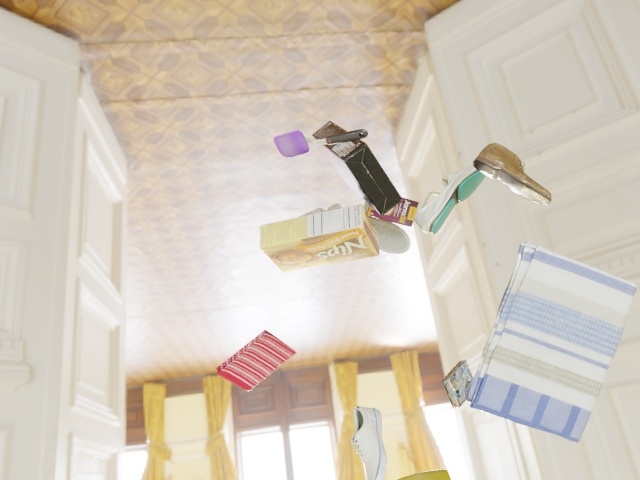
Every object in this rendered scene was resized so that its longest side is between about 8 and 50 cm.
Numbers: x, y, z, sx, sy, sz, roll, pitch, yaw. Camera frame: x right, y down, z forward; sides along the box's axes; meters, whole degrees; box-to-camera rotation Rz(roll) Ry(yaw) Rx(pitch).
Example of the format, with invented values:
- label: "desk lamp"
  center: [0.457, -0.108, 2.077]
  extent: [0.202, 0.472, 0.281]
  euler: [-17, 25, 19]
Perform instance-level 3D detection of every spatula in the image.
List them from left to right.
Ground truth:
- label: "spatula"
  center: [0.002, -0.289, 1.584]
  extent: [0.296, 0.030, 0.084]
  euler: [-1, 133, 30]

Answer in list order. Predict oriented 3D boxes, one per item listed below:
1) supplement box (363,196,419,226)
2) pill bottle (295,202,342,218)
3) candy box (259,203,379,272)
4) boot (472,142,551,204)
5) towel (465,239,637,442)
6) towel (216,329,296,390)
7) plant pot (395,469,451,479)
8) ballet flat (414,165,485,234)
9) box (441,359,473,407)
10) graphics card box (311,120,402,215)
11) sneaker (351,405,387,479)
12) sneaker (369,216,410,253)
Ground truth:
- label: "supplement box"
  center: [0.266, -0.125, 2.086]
  extent: [0.188, 0.104, 0.081]
  euler: [14, -176, -13]
- label: "pill bottle"
  center: [-0.014, -0.052, 2.098]
  extent: [0.229, 0.131, 0.131]
  euler: [-24, 153, 15]
- label: "candy box"
  center: [0.000, 0.000, 1.625]
  extent: [0.317, 0.087, 0.183]
  euler: [-12, 150, 16]
- label: "boot"
  center: [0.709, -0.244, 1.961]
  extent: [0.305, 0.115, 0.112]
  euler: [36, 167, 11]
- label: "towel"
  center: [0.371, 0.163, 0.882]
  extent: [0.209, 0.285, 0.034]
  euler: [19, -179, -4]
- label: "towel"
  center: [-0.257, 0.488, 2.188]
  extent: [0.275, 0.031, 0.199]
  euler: [-40, 125, 11]
- label: "plant pot"
  center: [0.307, 0.868, 1.729]
  extent: [0.187, 0.212, 0.212]
  euler: [16, 120, -21]
- label: "ballet flat"
  center: [0.521, -0.193, 2.237]
  extent: [0.400, 0.139, 0.139]
  euler: [-46, 163, -18]
- label: "box"
  center: [0.428, 0.439, 1.678]
  extent: [0.027, 0.094, 0.137]
  euler: [-21, -179, 40]
- label: "graphics card box"
  center: [0.111, -0.244, 1.775]
  extent: [0.094, 0.371, 0.233]
  euler: [-37, 118, 0]
- label: "sneaker"
  center: [0.137, 0.619, 1.643]
  extent: [0.091, 0.258, 0.094]
  euler: [17, 126, -14]
- label: "sneaker"
  center: [0.223, -0.046, 2.258]
  extent: [0.321, 0.126, 0.127]
  euler: [22, -164, 5]
